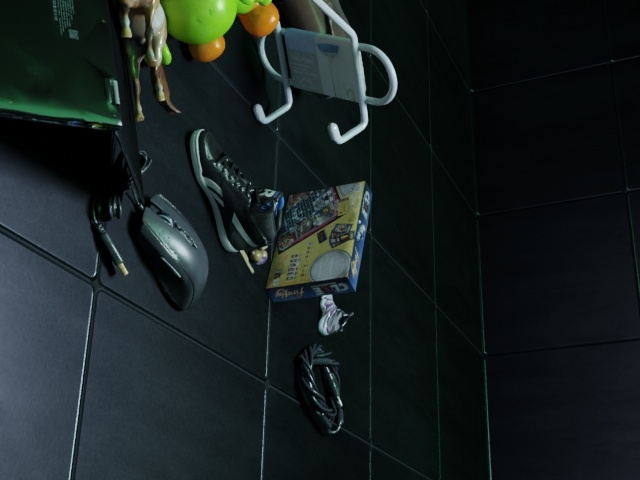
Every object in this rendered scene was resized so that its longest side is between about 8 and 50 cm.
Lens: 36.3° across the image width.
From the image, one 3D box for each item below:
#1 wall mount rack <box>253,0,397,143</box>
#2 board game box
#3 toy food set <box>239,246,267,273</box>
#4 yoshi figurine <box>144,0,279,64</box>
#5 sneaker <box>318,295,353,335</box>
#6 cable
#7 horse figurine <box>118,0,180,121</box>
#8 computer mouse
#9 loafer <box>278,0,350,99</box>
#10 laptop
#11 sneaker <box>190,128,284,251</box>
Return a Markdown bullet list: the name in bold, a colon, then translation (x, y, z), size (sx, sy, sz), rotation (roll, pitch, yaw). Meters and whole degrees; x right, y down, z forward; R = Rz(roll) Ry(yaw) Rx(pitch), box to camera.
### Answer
- **wall mount rack**: translation (-0.038, -0.336, 1.715), size (0.130, 0.350, 0.304), rotation (-35, 128, -34)
- **board game box**: translation (0.000, 0.000, 1.815), size (0.243, 0.165, 0.042), rotation (-77, 149, -41)
- **toy food set**: translation (-0.110, -0.003, 1.739), size (0.122, 0.019, 0.078), rotation (-74, 147, -47)
- **yoshi figurine**: translation (-0.172, -0.341, 1.443), size (0.362, 0.203, 0.204), rotation (12, 97, -78)
- **sneaker**: translation (0.035, 0.144, 1.966), size (0.038, 0.069, 0.098), rotation (50, 38, -52)
- **cable**: translation (0.006, 0.272, 1.877), size (0.151, 0.047, 0.184), rotation (-77, 148, -43)
- **horse figurine**: translation (-0.225, -0.270, 1.259), size (0.263, 0.066, 0.175), rotation (94, -10, -63)
- **computer mouse**: translation (-0.229, 0.009, 1.395), size (0.184, 0.060, 0.262), rotation (-66, 140, -55)
- **loafer**: translation (-0.032, -0.460, 2.007), size (0.130, 0.133, 0.366), rotation (6, 64, -43)
- **laptop**: translation (-0.362, -0.272, 1.187), size (0.407, 0.236, 0.382), rotation (3, 69, -38)
- **sneaker**: translation (-0.125, -0.090, 1.604), size (0.079, 0.121, 0.217), rotation (-58, 134, -59)
